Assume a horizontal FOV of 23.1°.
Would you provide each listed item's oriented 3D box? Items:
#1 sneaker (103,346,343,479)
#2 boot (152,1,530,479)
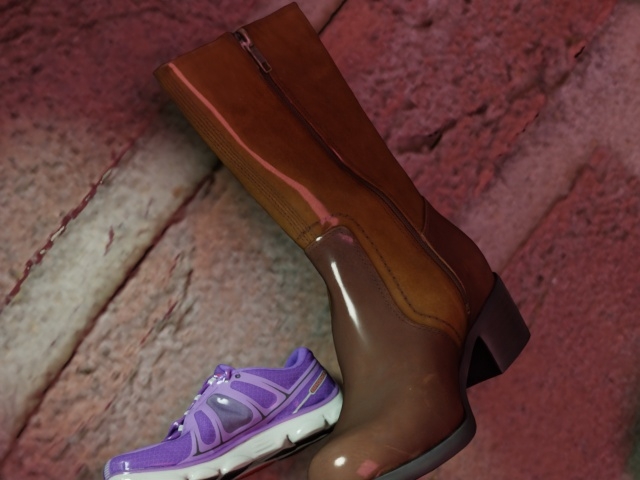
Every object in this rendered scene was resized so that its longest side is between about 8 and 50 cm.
[{"bbox_3d":[-0.064,0.115,0.965,0.170,0.068,0.071,-21,75,-33],"label":"sneaker"},{"bbox_3d":[0.000,0.000,0.940,0.280,0.096,0.264,55,41,-6],"label":"boot"}]
